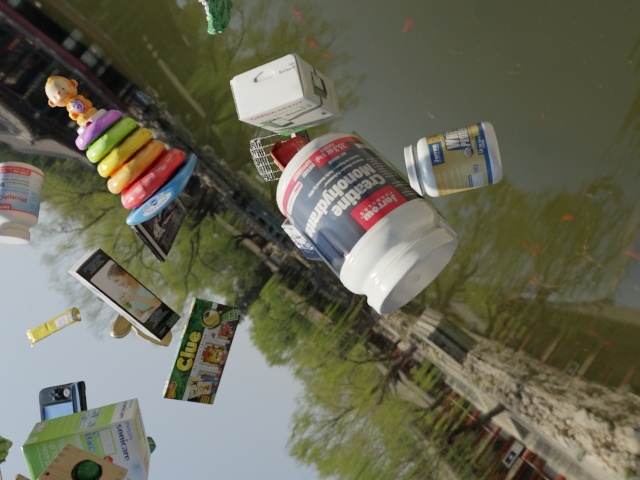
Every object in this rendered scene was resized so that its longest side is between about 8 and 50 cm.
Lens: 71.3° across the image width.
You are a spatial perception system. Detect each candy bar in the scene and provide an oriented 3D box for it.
[{"bbox_3d":[-0.631,0.203,1.052,0.040,0.161,0.018,66,-168,9],"label":"candy bar"}]

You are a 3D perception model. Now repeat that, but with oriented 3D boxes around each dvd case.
[{"bbox_3d":[-0.480,-0.068,1.350,0.018,0.222,0.165,-3,139,16],"label":"dvd case"}]

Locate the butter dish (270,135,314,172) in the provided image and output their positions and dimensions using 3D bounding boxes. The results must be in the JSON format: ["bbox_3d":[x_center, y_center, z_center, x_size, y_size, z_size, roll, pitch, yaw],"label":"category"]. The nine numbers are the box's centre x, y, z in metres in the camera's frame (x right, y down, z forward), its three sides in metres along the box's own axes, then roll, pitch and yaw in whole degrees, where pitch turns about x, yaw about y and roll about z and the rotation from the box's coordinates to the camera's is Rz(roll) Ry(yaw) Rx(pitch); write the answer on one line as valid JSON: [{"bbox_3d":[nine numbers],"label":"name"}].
[{"bbox_3d":[-0.048,-0.237,1.263,0.160,0.118,0.160,47,-159,-16],"label":"butter dish"}]

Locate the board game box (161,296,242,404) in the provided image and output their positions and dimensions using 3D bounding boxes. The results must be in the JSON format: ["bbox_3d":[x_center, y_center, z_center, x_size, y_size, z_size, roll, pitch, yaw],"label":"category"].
[{"bbox_3d":[-0.306,0.289,1.163,0.136,0.260,0.030,19,173,-27],"label":"board game box"}]

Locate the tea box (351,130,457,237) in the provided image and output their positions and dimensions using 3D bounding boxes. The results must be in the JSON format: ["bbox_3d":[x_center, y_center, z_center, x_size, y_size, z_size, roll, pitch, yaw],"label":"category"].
[{"bbox_3d":[0.169,-0.101,1.314,0.328,0.220,0.324,34,-160,-25],"label":"tea box"}]

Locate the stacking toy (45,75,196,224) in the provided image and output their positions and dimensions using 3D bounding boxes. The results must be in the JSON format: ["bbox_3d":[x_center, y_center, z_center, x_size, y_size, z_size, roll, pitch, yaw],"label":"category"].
[{"bbox_3d":[-0.403,-0.194,0.873,0.302,0.175,0.166,49,-170,-24],"label":"stacking toy"}]

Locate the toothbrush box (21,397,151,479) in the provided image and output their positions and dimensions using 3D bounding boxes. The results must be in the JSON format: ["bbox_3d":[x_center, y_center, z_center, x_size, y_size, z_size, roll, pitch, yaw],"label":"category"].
[{"bbox_3d":[-0.655,0.604,1.276,0.122,0.282,0.207,-150,52,-70],"label":"toothbrush box"}]

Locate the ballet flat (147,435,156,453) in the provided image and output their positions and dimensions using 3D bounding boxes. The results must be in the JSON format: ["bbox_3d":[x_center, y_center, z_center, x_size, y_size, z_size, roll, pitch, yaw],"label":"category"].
[{"bbox_3d":[-0.659,0.769,1.577,0.070,0.188,0.070,48,174,7],"label":"ballet flat"}]

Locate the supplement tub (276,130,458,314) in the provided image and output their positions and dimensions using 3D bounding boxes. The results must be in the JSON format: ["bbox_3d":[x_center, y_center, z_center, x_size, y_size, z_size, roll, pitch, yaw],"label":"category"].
[{"bbox_3d":[0.072,-0.034,0.746,0.272,0.191,0.191,48,-179,25],"label":"supplement tub"}]

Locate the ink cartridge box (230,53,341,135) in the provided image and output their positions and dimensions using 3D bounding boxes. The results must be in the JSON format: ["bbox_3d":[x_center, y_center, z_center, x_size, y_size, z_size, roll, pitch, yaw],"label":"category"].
[{"bbox_3d":[-0.093,-0.412,1.306,0.289,0.210,0.122,-10,-93,-67],"label":"ink cartridge box"}]

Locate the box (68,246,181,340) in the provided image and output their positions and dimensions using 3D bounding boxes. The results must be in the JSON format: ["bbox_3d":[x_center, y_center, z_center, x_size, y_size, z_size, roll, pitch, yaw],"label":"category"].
[{"bbox_3d":[-0.544,0.149,1.239,0.290,0.087,0.169,50,152,-24],"label":"box"}]

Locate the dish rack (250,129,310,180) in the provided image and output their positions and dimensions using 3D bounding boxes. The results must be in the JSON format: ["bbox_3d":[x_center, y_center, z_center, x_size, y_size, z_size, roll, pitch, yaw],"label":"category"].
[{"bbox_3d":[-0.160,-0.352,1.841,0.271,0.074,0.209,-5,115,34],"label":"dish rack"}]

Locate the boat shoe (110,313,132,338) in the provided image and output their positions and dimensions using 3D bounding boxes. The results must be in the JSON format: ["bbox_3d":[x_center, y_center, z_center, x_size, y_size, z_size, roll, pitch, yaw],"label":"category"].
[{"bbox_3d":[-0.708,0.278,1.618,0.068,0.072,0.190,18,-160,-13],"label":"boat shoe"}]

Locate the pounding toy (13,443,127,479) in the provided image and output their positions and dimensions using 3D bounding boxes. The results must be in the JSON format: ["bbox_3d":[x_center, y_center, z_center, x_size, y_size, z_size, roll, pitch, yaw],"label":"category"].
[{"bbox_3d":[-0.395,0.399,0.698,0.130,0.141,0.100,25,-158,-3],"label":"pounding toy"}]

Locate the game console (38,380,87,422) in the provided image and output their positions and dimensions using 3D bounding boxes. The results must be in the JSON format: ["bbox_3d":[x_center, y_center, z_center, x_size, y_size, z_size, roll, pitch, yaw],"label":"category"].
[{"bbox_3d":[-0.860,0.631,1.475,0.173,0.249,0.294,44,-145,-78],"label":"game console"}]

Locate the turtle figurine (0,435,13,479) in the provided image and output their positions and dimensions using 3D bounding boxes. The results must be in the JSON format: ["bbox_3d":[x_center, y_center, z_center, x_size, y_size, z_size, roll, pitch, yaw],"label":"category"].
[{"bbox_3d":[-0.632,0.373,0.728,0.197,0.266,0.275,3,-137,-22],"label":"turtle figurine"}]

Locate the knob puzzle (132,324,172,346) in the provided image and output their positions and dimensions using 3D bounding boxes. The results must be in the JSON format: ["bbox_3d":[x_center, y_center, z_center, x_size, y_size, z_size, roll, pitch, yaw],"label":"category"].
[{"bbox_3d":[-0.721,0.393,1.918,0.213,0.030,0.213,35,-168,-8],"label":"knob puzzle"}]

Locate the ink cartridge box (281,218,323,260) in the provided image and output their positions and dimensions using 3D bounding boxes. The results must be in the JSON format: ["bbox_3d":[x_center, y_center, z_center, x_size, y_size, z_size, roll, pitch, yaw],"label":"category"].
[{"bbox_3d":[0.000,0.000,1.557,0.208,0.045,0.206,1,144,33],"label":"ink cartridge box"}]

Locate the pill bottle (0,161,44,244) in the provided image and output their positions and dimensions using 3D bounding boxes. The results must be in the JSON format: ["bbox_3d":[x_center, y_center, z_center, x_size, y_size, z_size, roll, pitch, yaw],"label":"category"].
[{"bbox_3d":[-0.642,-0.077,0.940,0.087,0.160,0.087,-2,165,-1],"label":"pill bottle"}]

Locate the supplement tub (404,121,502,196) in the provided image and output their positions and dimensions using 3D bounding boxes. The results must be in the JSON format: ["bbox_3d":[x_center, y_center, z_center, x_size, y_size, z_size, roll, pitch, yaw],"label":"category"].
[{"bbox_3d":[0.309,-0.184,1.045,0.199,0.145,0.144,-12,155,18],"label":"supplement tub"}]

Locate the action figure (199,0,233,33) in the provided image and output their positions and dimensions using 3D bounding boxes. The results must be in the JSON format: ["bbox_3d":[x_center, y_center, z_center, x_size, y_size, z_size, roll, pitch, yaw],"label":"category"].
[{"bbox_3d":[-0.291,-0.649,1.240,0.137,0.063,0.233,49,-151,-51],"label":"action figure"}]
